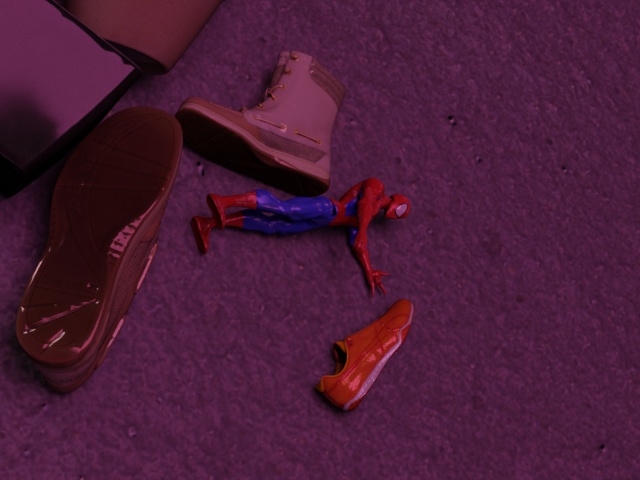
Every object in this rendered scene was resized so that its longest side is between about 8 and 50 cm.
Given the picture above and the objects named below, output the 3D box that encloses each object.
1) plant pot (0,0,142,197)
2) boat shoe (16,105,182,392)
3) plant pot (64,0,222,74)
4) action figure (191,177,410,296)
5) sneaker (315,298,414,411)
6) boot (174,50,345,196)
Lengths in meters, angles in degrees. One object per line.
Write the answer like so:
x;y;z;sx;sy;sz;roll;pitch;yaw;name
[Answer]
-0.336;-0.157;1.891;0.188;0.187;0.167;37;69;-10;plant pot
-0.244;0.005;1.907;0.122;0.110;0.341;17;63;11;boat shoe
-0.198;-0.345;2.015;0.256;0.256;0.274;21;81;-19;plant pot
0.000;0.000;2.051;0.280;0.091;0.139;-10;68;-30;action figure
0.057;0.125;2.045;0.067;0.064;0.175;37;53;2;sneaker
-0.070;-0.164;2.092;0.213;0.077;0.165;25;60;-23;boot
